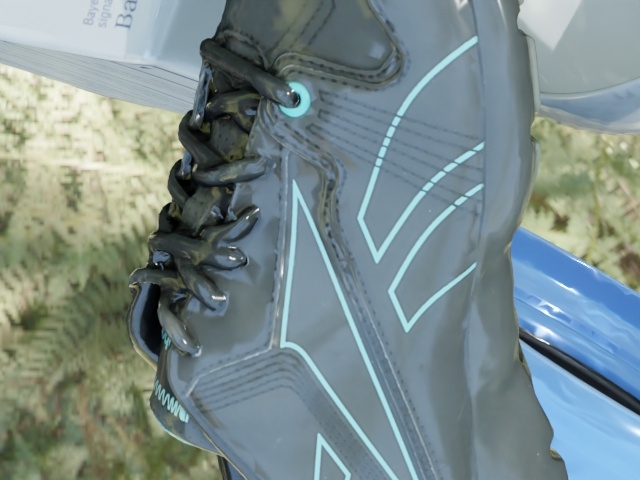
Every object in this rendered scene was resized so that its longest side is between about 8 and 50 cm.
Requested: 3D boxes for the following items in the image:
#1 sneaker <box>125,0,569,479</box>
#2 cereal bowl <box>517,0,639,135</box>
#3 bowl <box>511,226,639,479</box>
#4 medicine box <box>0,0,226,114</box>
[{"bbox_3d":[0.000,0.000,0.378,0.106,0.101,0.267,-15,109,-14],"label":"sneaker"},{"bbox_3d":[0.254,-0.218,0.991,0.141,0.339,0.339,29,112,-37],"label":"cereal bowl"},{"bbox_3d":[0.171,0.088,0.902,0.391,0.391,0.077,25,104,-23],"label":"bowl"},{"bbox_3d":[-0.094,-0.150,0.707,0.263,0.289,0.149,13,93,-58],"label":"medicine box"}]
